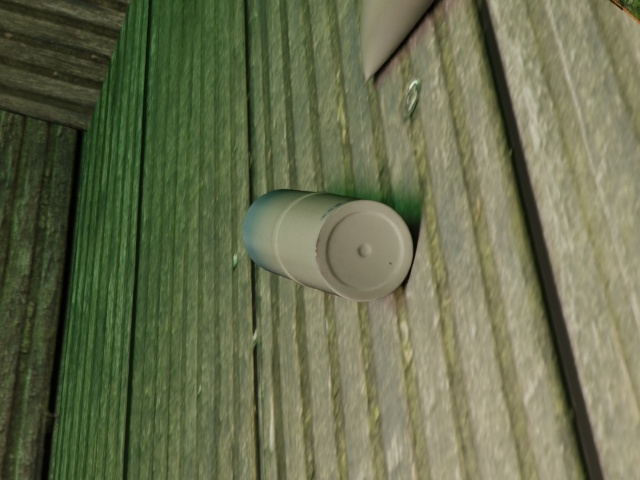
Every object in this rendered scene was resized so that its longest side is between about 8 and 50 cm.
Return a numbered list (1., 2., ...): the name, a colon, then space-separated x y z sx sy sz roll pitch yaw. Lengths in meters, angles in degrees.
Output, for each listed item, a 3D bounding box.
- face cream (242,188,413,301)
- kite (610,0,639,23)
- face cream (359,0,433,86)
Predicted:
1. face cream: 0.000 0.000 1.321 0.250 0.077 0.077 -163 87 -75
2. kite: 0.184 -0.194 0.953 0.159 0.010 0.190 142 138 -65
3. face cream: 0.066 -0.227 1.291 0.314 0.089 0.143 132 149 -76
